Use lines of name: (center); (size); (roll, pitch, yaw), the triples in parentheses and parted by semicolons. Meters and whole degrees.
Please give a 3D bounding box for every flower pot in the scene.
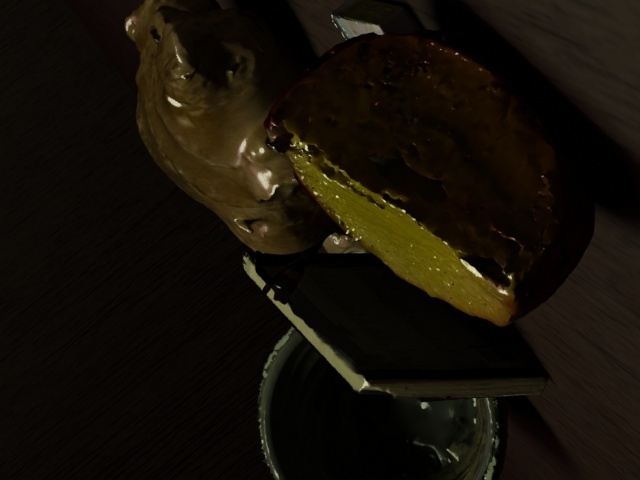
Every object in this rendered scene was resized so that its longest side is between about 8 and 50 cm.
flower pot: (0.072, 0.157, 1.387); (0.235, 0.235, 0.140); (50, -162, 17)

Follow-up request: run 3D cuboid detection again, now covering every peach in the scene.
peach: (0.058, -0.033, 0.676); (0.172, 0.092, 0.127); (24, 160, 53)

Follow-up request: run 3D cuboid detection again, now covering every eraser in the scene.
eraser: (0.032, -0.104, 0.783); (0.038, 0.019, 0.083); (51, 176, -21)

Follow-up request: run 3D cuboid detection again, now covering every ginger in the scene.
ginger: (0.038, 0.014, 1.433); (0.069, 0.051, 0.173); (54, -178, 36)
ginger: (-0.066, -0.107, 1.100); (0.219, 0.123, 0.270); (48, 164, 20)

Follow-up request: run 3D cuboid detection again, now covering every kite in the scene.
kite: (0.000, 0.000, 1.238); (0.198, 0.006, 0.244); (24, -153, 1)

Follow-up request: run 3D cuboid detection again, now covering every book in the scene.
book: (0.050, 0.063, 1.190); (0.157, 0.026, 0.231); (2, -158, -28)
